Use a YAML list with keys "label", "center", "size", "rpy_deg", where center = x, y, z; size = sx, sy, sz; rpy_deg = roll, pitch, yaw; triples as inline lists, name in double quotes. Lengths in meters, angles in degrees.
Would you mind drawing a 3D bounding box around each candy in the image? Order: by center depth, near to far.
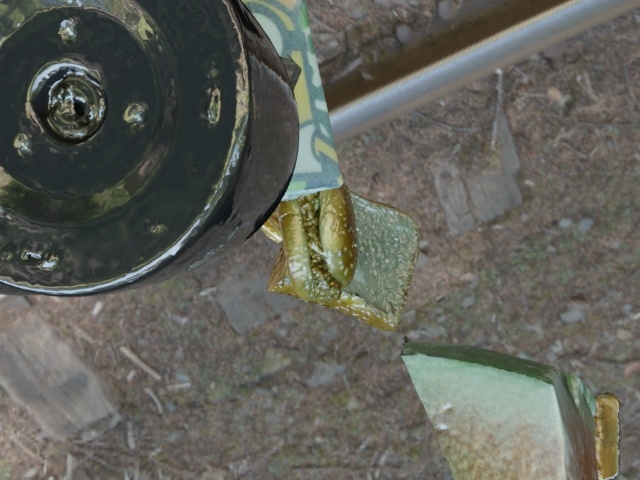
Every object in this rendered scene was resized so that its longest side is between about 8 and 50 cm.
- label: "candy"
  center: [0.381, 0.344, 1.401]
  size: [0.271, 0.143, 0.101]
  rpy_deg: [-16, 153, 34]

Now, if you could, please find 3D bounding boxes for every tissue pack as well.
- label: "tissue pack"
  center: [-0.122, -0.187, 0.901]
  size: [0.228, 0.128, 0.311]
  rpy_deg: [-10, 88, -35]

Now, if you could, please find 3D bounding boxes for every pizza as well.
- label: "pizza"
  center: [-0.139, -0.084, 1.695]
  size: [0.058, 0.246, 0.127]
  rpy_deg: [-44, 155, 19]

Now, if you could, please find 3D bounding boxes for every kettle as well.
- label: "kettle"
  center: [-0.135, -0.056, 0.573]
  size: [0.268, 0.290, 0.207]
  rpy_deg: [-40, 85, 8]

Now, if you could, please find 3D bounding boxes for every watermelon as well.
- label: "watermelon"
  center: [0.217, 0.218, 0.856]
  size: [0.151, 0.302, 0.264]
  rpy_deg: [-25, 160, 16]

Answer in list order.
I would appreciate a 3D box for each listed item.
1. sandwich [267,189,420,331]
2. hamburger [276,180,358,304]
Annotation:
- label: "sandwich"
  center: [0.064, 0.027, 1.759]
  size: [0.301, 0.099, 0.271]
  rpy_deg: [21, 75, -19]
- label: "hamburger"
  center: [0.000, 0.000, 1.325]
  size: [0.122, 0.215, 0.189]
  rpy_deg: [-9, 166, 0]
